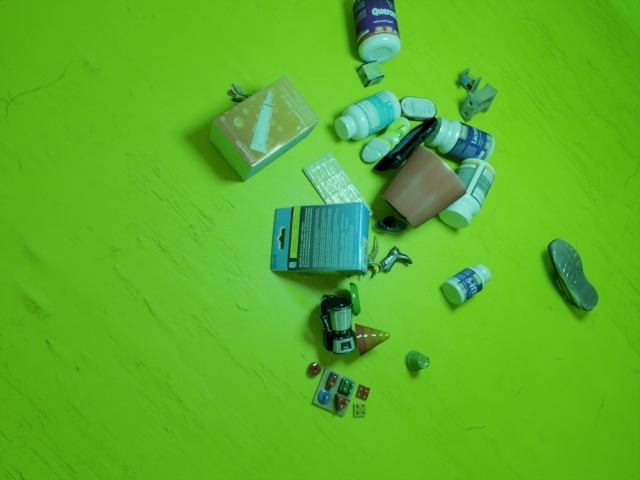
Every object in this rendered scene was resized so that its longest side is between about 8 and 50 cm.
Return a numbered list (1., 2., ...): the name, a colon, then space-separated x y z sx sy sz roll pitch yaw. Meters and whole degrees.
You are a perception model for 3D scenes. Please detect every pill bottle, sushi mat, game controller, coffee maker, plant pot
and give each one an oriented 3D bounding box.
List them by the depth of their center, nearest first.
1. coffee maker: 0.065 0.303 1.625 0.120 0.171 0.178 -3 101 3
2. plant pot: 0.380 0.466 1.721 0.083 0.079 0.083 4 77 -17
3. plant pot: 0.390 -0.196 1.758 0.243 0.275 0.275 -44 95 6
4. sushi mat: 0.075 -0.193 1.791 0.151 0.019 0.316 -36 91 -22
5. pill bottle: 0.189 -0.504 1.827 0.264 0.146 0.146 -30 89 -21
6. pill bottle: 0.607 0.175 1.841 0.187 0.112 0.112 -29 89 -21
7. game controller: 0.354 -0.398 1.849 0.319 0.166 0.067 -45 112 -22
8. pill bottle: 0.621 -0.200 1.899 0.162 0.162 0.278 35 71 -9
9. pill bottle: 0.236 -0.946 1.916 0.181 0.181 0.323 -4 80 -19
10. pill bottle: 0.608 -0.434 1.948 0.265 0.153 0.153 17 74 -14

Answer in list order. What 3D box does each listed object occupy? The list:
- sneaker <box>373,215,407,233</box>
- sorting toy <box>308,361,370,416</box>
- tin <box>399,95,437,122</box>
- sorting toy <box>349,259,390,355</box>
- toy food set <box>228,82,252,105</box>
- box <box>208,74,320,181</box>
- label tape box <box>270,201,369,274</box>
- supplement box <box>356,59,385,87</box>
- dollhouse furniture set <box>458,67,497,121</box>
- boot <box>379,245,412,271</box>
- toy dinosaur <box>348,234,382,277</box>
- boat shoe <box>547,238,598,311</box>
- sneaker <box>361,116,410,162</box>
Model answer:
1. sneaker: 0.298 -0.063 1.802 0.152 0.084 0.058 4 77 -18
2. sorting toy: 0.065 0.553 1.615 0.274 0.046 0.132 28 72 -12
3. tin: 0.431 -0.586 1.985 0.190 0.040 0.106 0 75 -18
4. sorting toy: 0.177 0.236 1.657 0.126 0.127 0.365 -8 81 4
5. toy food set: -0.309 -0.556 1.738 0.122 0.019 0.078 37 70 -8
6. box: -0.208 -0.417 1.662 0.345 0.168 0.215 -41 95 -21
7. label tape box: 0.000 0.000 1.651 0.347 0.115 0.249 -3 75 22
8. supplement box: 0.218 -0.721 1.930 0.083 0.056 0.083 -25 87 -21
9. dollhouse furniture set: 0.684 -0.671 2.056 0.129 0.129 0.184 -30 65 -21
10. boot: 0.301 0.094 1.795 0.106 0.037 0.114 40 66 7
11. toy dinosaur: 0.195 0.080 1.750 0.211 0.064 0.112 -43 93 -22
12. boat shoe: 1.099 0.161 2.002 0.132 0.130 0.355 -29 94 -18
13. sneaker: 0.279 -0.408 1.872 0.240 0.126 0.091 -39 82 9
